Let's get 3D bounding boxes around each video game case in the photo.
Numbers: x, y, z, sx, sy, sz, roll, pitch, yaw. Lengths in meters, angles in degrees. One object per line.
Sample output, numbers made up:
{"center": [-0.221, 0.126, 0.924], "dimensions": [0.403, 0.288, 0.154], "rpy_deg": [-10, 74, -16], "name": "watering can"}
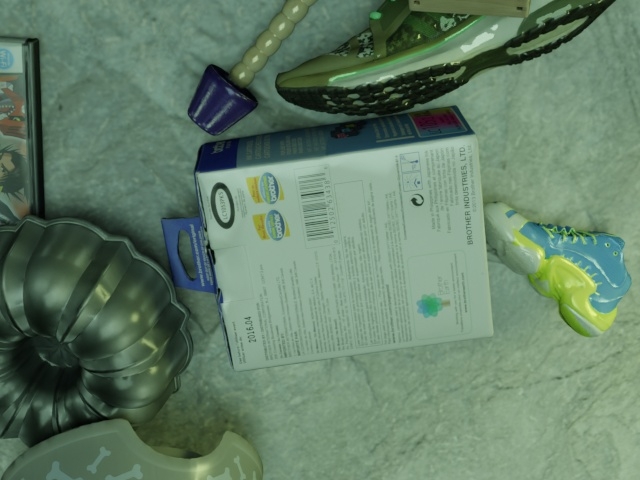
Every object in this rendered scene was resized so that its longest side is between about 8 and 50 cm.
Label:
{"center": [-0.474, -0.119, 1.184], "dimensions": [0.248, 0.035, 0.274], "rpy_deg": [2, 109, -4], "name": "video game case"}

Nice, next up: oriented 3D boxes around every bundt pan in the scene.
{"center": [-0.333, 0.140, 1.201], "dimensions": [0.331, 0.124, 0.330], "rpy_deg": [3, 119, 6], "name": "bundt pan"}

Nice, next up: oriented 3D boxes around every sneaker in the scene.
{"center": [0.318, 0.011, 1.258], "dimensions": [0.126, 0.091, 0.240], "rpy_deg": [-46, 106, -7], "name": "sneaker"}
{"center": [0.131, -0.275, 1.132], "dimensions": [0.410, 0.158, 0.182], "rpy_deg": [-20, 80, 4], "name": "sneaker"}

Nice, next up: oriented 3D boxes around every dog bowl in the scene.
{"center": [-0.242, 0.366, 1.251], "dimensions": [0.349, 0.102, 0.348], "rpy_deg": [-7, 138, -7], "name": "dog bowl"}

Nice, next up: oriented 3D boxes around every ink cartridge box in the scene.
{"center": [0.000, 0.000, 1.190], "dimensions": [0.396, 0.151, 0.270], "rpy_deg": [-9, 110, -1], "name": "ink cartridge box"}

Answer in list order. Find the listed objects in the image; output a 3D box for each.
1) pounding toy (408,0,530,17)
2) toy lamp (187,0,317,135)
{"center": [0.208, -0.328, 1.013], "dimensions": [0.206, 0.181, 0.094], "rpy_deg": [7, 151, 13], "name": "pounding toy"}
{"center": [-0.058, -0.242, 1.143], "dimensions": [0.080, 0.080, 0.274], "rpy_deg": [40, 101, -15], "name": "toy lamp"}
